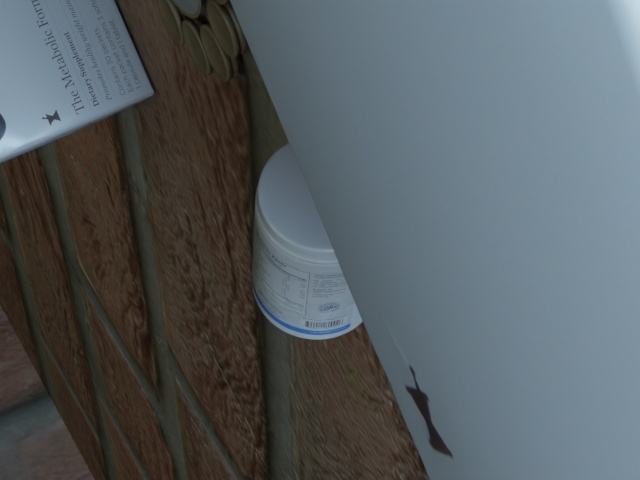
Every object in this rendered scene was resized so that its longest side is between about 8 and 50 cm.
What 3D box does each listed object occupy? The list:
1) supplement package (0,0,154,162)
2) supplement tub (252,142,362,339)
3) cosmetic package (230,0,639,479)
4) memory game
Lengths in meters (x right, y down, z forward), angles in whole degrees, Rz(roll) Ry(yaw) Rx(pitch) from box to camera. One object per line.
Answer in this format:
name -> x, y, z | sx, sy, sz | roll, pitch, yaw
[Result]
supplement package -> -0.265, -0.114, 1.384 | 0.139, 0.244, 0.134 | 66, 165, -7
supplement tub -> 0.000, 0.000, 1.002 | 0.071, 0.071, 0.107 | 58, 163, 23
cosmetic package -> 0.103, -0.027, 0.439 | 0.453, 0.161, 0.230 | 67, 164, -7
memory game -> -0.088, -0.178, 1.131 | 0.186, 0.012, 0.186 | 57, 163, 29
